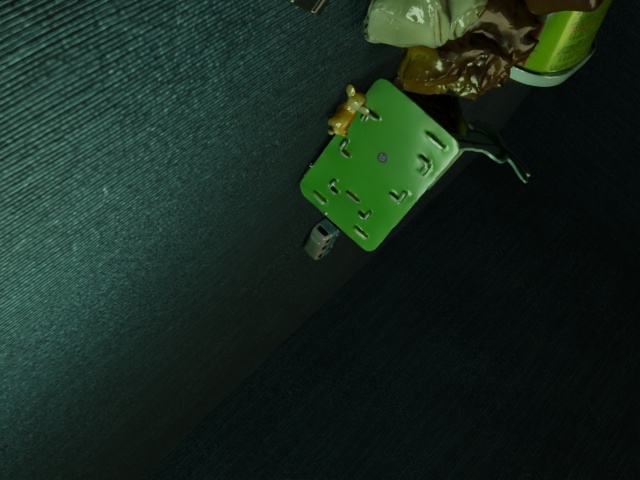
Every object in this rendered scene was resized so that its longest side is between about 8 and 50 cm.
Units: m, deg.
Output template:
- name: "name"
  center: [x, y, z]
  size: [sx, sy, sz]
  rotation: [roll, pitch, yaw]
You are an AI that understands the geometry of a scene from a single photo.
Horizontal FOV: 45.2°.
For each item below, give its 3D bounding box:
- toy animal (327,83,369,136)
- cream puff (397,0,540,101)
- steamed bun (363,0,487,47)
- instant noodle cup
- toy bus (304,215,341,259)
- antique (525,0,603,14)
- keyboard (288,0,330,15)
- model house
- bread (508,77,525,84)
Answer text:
- name: "toy animal"
  center: [0.048, -0.228, 1.350]
  size: [0.081, 0.060, 0.083]
  rotation: [-41, 177, -42]
- name: "cream puff"
  center: [0.241, -0.347, 1.297]
  size: [0.269, 0.241, 0.155]
  rotation: [-46, -147, 0]
- name: "steamed bun"
  center: [0.172, -0.360, 1.082]
  size: [0.218, 0.144, 0.211]
  rotation: [-45, 170, -21]
- name: "instant noodle cup"
  center: [0.425, -0.492, 1.402]
  size: [0.294, 0.294, 0.308]
  rotation: [-41, 162, -34]
- name: "toy bus"
  center: [0.000, 0.000, 2.052]
  size: [0.075, 0.060, 0.123]
  rotation: [-36, 164, -34]
- name: "antique"
  center: [0.356, -0.474, 1.135]
  size: [0.129, 0.223, 0.278]
  rotation: [-37, 130, -50]
- name: "keyboard"
  center: [0.071, -0.393, 0.882]
  size: [0.310, 0.018, 0.101]
  rotation: [-50, 169, 17]
- name: "model house"
  center: [0.211, -0.147, 1.569]
  size: [0.300, 0.340, 0.323]
  rotation: [-52, 174, 34]
- name: "bread"
  center: [0.318, -0.354, 1.545]
  size: [0.088, 0.226, 0.049]
  rotation: [22, 83, -79]
